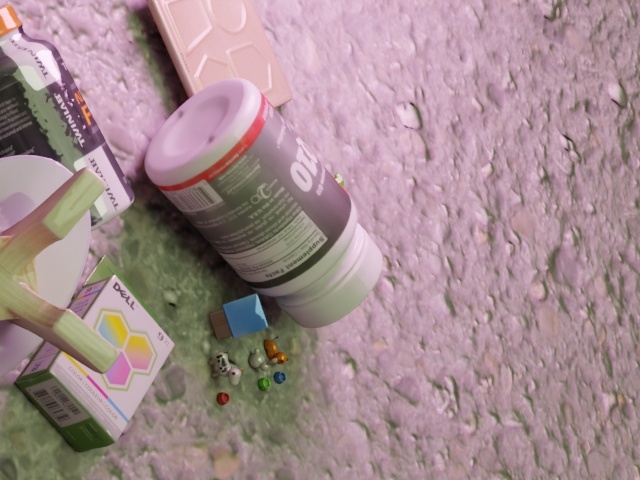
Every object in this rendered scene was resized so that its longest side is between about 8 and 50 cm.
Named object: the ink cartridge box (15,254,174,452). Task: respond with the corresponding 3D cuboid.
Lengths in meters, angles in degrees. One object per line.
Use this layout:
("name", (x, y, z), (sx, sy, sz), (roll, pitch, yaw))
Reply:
("ink cartridge box", (-0.227, 0.113, 1.851), (0.109, 0.062, 0.209), (52, 42, -22))

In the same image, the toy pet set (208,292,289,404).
("toy pet set", (-0.074, 0.121, 2.027), (0.122, 0.065, 0.114), (-18, 89, -52))

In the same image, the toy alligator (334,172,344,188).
("toy alligator", (0.000, 0.000, 2.181), (0.051, 0.056, 0.189), (5, 66, -4))

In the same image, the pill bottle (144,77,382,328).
("pill bottle", (-0.059, -0.039, 2.024), (0.283, 0.161, 0.161), (48, 44, -29))

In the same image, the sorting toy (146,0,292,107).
("sorting toy", (-0.128, -0.236, 2.136), (0.208, 0.038, 0.193), (-32, 101, -55))

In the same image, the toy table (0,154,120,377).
("toy table", (-0.309, 0.032, 1.630), (0.252, 0.161, 0.274), (31, 75, -21))

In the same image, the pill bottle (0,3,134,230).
("pill bottle", (-0.304, -0.119, 1.798), (0.130, 0.130, 0.245), (-40, 107, -50))
